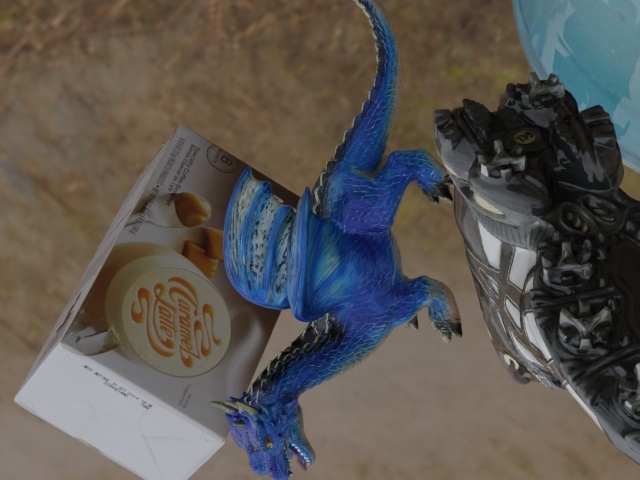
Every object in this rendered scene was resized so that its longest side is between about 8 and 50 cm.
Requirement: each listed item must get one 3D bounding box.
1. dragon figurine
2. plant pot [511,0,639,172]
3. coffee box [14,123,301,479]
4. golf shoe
[{"bbox_3d":[0.000,0.000,1.045,0.085,0.144,0.289,19,115,57],"label":"dragon figurine"},{"bbox_3d":[0.242,-0.193,0.916,0.271,0.271,0.255,30,161,13],"label":"plant pot"},{"bbox_3d":[-0.110,0.048,1.368,0.141,0.246,0.098,33,136,-9],"label":"coffee box"},{"bbox_3d":[0.102,0.025,0.638,0.198,0.077,0.094,-112,10,-50],"label":"golf shoe"}]
